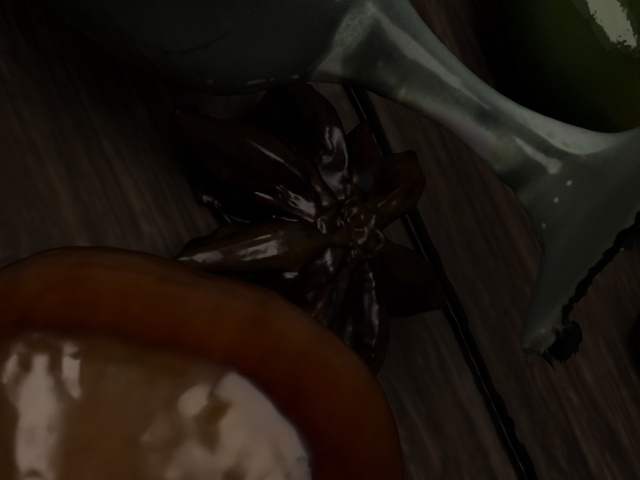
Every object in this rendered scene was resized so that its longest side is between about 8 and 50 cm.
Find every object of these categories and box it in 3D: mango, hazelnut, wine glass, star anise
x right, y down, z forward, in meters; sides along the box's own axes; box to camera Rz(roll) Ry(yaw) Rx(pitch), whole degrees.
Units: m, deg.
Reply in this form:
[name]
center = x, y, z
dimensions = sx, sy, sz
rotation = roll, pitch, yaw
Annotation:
[mango]
center = 0.168, -0.096, 0.766
dimensions = 0.191, 0.086, 0.122
rotation = 50, 41, -26
[hazelnut]
center = -0.060, 0.091, 0.474
dimensions = 0.182, 0.182, 0.182
rotation = 13, 67, -35
[wine glass]
center = 0.001, -0.093, 0.541
dimensions = 0.321, 0.143, 0.143
rotation = 34, 53, 4
[star anise]
center = 0.000, -0.001, 0.612
dimensions = 0.168, 0.057, 0.167
rotation = 15, 64, -33

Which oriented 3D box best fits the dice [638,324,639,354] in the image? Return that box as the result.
[dice]
center = 0.237, 0.057, 0.757
dimensions = 0.091, 0.093, 0.094
rotation = 54, 52, -11
